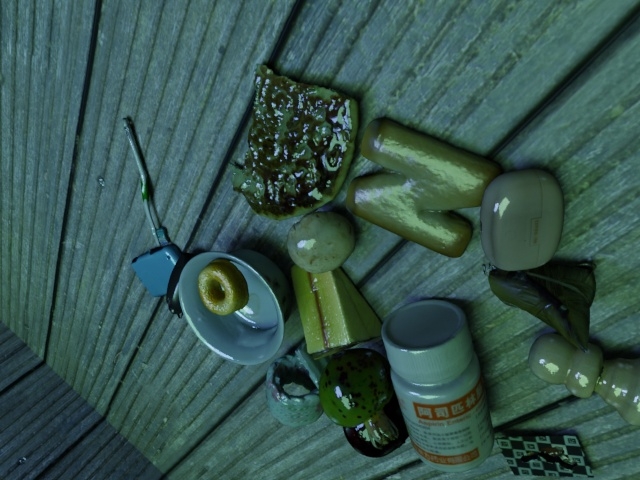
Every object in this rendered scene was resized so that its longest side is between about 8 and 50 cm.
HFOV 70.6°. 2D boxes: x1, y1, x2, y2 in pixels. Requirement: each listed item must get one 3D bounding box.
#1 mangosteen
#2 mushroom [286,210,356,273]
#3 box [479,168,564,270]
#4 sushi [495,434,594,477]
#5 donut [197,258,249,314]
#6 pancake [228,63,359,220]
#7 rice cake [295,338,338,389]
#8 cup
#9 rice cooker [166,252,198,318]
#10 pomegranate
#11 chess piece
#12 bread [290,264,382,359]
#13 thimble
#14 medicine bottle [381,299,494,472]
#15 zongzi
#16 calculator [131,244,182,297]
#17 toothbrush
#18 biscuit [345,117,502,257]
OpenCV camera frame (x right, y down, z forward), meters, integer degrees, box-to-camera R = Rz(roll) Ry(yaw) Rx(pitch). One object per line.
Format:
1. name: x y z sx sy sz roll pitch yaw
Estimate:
1. mangosteen: 0.140 0.467 1.261 0.250 0.211 0.211 52 136 23
2. mushroom: 0.000 0.000 1.086 0.127 0.166 0.166 -115 30 -45
3. box: 0.371 -0.035 0.839 0.145 0.088 0.200 -10 120 4
4. sushi: 0.559 0.535 1.143 0.200 0.031 0.139 -19 107 35
5. donut: -0.256 0.126 1.169 0.151 0.058 0.152 10 112 24
6. pancake: -0.072 -0.202 1.065 0.304 0.067 0.427 40 133 14
7. rice cake: 0.019 0.376 1.322 0.043 0.127 0.237 -15 113 49
8. cup: -0.218 0.164 1.295 0.347 0.163 0.348 10 114 23
9. rice cooker: -0.414 0.141 1.415 0.142 0.118 0.203 38 115 62
10. pomegranate: 0.102 0.383 1.112 0.248 0.202 0.202 53 135 19
11. chess piece: 0.564 0.270 0.918 0.260 0.142 0.143 19 128 30
12. bread: 0.048 0.169 1.229 0.167 0.163 0.264 -27 70 41
13. thimble: -0.064 0.461 1.400 0.210 0.185 0.149 2 128 -8
14. medicine bottle: 0.282 0.344 1.075 0.211 0.211 0.372 -3 117 34
15. zongzi: 0.403 0.123 0.862 0.204 0.204 0.094 3 130 32
16. calculator: -0.543 0.106 1.555 0.293 0.051 0.173 -16 108 38
17. toothbrush: -0.542 -0.166 1.385 0.040 0.042 0.418 -12 119 -6
18. biscuit: 0.199 -0.103 0.944 0.290 0.062 0.237 27 129 14
